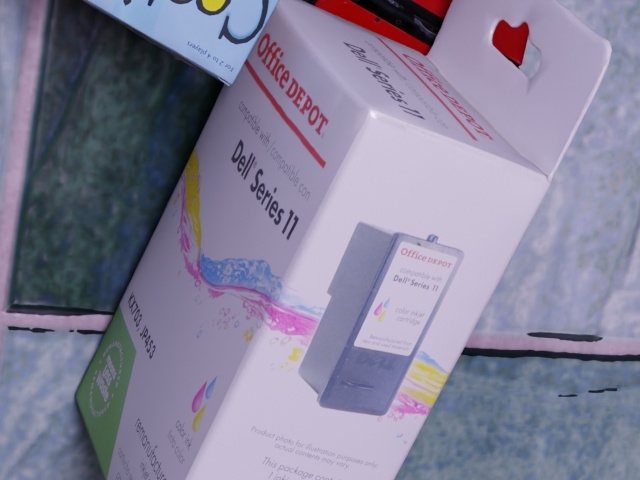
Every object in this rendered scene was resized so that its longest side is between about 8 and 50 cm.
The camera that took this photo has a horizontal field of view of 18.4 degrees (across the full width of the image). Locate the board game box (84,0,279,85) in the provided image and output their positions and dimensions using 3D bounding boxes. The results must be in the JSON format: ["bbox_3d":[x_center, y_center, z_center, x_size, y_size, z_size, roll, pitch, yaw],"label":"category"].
[{"bbox_3d":[-0.058,-0.246,1.058,0.144,0.142,0.275,29,92,-28],"label":"board game box"}]

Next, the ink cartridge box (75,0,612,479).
[{"bbox_3d":[0.000,0.000,1.088,0.119,0.207,0.353,20,106,-25],"label":"ink cartridge box"}]

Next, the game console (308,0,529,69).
[{"bbox_3d":[0.051,-0.136,1.210,0.144,0.085,0.124,27,124,-27],"label":"game console"}]
